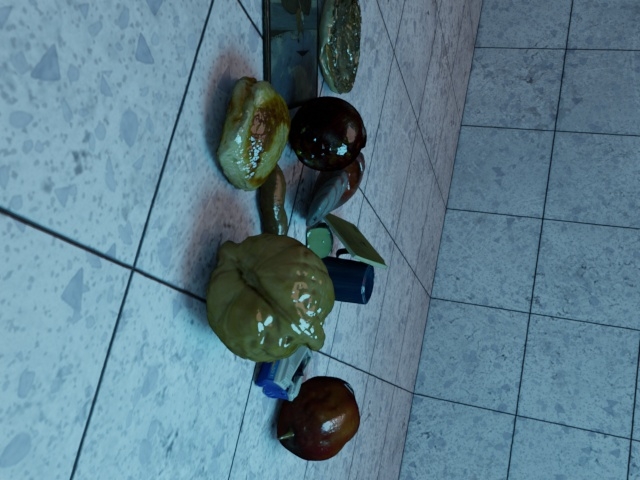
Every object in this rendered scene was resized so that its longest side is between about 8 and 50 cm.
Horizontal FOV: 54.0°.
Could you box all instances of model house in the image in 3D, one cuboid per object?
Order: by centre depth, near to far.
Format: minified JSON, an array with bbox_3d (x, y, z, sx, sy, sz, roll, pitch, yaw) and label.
[{"bbox_3d":[0.000,0.000,1.545,0.083,0.066,0.078,-73,155,-78],"label":"model house"}]

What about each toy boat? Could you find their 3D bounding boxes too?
[{"bbox_3d":[0.014,-0.092,1.408,0.206,0.096,0.282,-51,-174,29],"label":"toy boat"},{"bbox_3d":[-0.050,0.207,1.419,0.129,0.088,0.295,67,36,-54],"label":"toy boat"}]

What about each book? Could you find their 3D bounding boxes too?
[{"bbox_3d":[0.085,-0.003,1.589,0.013,0.168,0.192,-45,151,15],"label":"book"}]

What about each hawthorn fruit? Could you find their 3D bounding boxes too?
[{"bbox_3d":[-0.014,0.423,1.478,0.251,0.190,0.189,-9,105,-62],"label":"hawthorn fruit"}]

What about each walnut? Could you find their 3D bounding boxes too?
[{"bbox_3d":[-0.088,0.105,1.114,0.224,0.257,0.257,-45,151,-7],"label":"walnut"}]

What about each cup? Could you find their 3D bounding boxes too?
[{"bbox_3d":[0.063,0.085,1.610,0.113,0.138,0.150,14,84,-70],"label":"cup"}]

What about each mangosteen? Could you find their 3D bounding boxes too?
[{"bbox_3d":[0.024,-0.231,1.340,0.184,0.172,0.172,-22,120,-42],"label":"mangosteen"}]

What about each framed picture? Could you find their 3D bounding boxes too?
[{"bbox_3d":[-0.056,-0.443,1.279,0.265,0.016,0.347,-39,134,-63],"label":"framed picture"}]

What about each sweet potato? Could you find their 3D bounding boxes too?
[{"bbox_3d":[-0.094,-0.057,1.260,0.065,0.051,0.218,-48,141,-61],"label":"sweet potato"}]

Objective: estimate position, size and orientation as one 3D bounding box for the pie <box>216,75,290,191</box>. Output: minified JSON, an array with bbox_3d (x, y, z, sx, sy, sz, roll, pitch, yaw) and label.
[{"bbox_3d":[-0.116,-0.186,1.105,0.205,0.084,0.179,67,36,-60],"label":"pie"}]

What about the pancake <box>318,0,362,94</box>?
[{"bbox_3d":[0.054,-0.495,1.510,0.282,0.049,0.282,8,90,-71],"label":"pancake"}]
